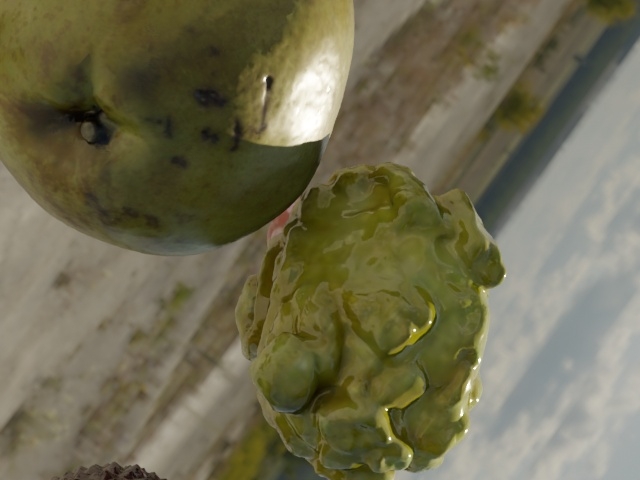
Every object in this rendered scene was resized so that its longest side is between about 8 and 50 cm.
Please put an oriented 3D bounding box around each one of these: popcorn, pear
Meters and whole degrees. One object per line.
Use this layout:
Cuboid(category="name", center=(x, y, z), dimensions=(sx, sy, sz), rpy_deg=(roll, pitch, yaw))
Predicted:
Cuboid(category="popcorn", center=(0.032, 0.081, 1.298), dimensions=(0.250, 0.234, 0.242), rpy_deg=(-64, 149, -32))
Cuboid(category="pear", center=(-0.127, -0.140, 1.191), dimensions=(0.304, 0.304, 0.304), rpy_deg=(-54, 175, -7))

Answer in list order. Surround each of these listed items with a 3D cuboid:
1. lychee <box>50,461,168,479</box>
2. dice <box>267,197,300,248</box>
Cuboid(category="lychee", center=(-0.174, 0.261, 1.248), dimensions=(0.188, 0.188, 0.188), rpy_deg=(-54, 175, -7))
Cuboid(category="dice", center=(0.000, 0.000, 1.780), dimensions=(0.091, 0.093, 0.094), rpy_deg=(25, -96, 50))
